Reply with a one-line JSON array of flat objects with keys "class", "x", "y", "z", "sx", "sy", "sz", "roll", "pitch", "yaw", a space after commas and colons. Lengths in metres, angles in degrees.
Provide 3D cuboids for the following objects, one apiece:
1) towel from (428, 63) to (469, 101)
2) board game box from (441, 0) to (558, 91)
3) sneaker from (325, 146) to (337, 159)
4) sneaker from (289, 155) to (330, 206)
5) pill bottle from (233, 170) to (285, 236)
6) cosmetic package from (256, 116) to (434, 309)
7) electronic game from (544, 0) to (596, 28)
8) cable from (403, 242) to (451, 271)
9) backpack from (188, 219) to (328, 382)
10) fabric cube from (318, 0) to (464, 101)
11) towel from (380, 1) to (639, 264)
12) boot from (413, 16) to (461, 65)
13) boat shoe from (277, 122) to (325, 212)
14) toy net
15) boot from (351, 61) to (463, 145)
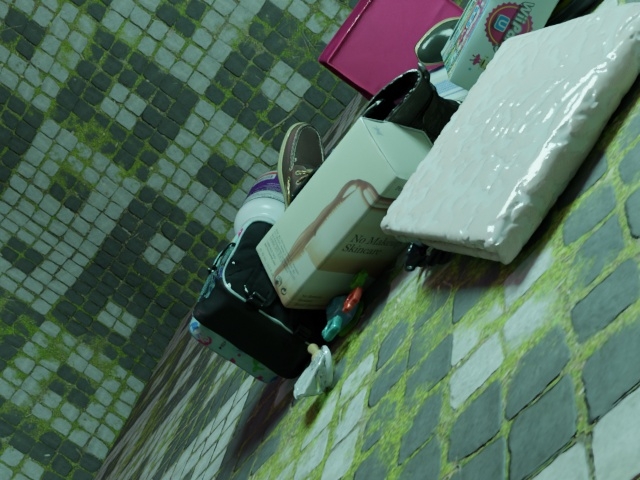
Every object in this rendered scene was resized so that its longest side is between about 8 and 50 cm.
[{"class": "towel", "x": 0.208, "y": -0.246, "z": 1.705, "sx": 0.209, "sy": 0.034, "sz": 0.285, "roll": -19, "pitch": 30, "yaw": 33}, {"class": "board game box", "x": 0.291, "y": -0.359, "z": 1.486, "sx": 0.224, "sy": 0.097, "sz": 0.303, "roll": -63, "pitch": 5, "yaw": 19}, {"class": "sneaker", "x": 0.077, "y": -0.219, "z": 2.345, "sx": 0.226, "sy": 0.086, "sz": 0.163, "roll": -51, "pitch": 12, "yaw": 29}, {"class": "sneaker", "x": 0.051, "y": -0.141, "z": 1.931, "sx": 0.286, "sy": 0.109, "sz": 0.130, "roll": -45, "pitch": -13, "yaw": 7}, {"class": "pill bottle", "x": -0.139, "y": -0.064, "z": 2.617, "sx": 0.181, "sy": 0.181, "sz": 0.323, "roll": -51, "pitch": 9, "yaw": 25}, {"class": "cosmetic package", "x": 0.052, "y": -0.032, "z": 1.421, "sx": 0.296, "sy": 0.153, "sz": 0.129, "roll": -51, "pitch": 52, "yaw": 32}, {"class": "electronic game", "x": 0.410, "y": -0.417, "z": 1.401, "sx": 0.229, "sy": 0.048, "sz": 0.229, "roll": -54, "pitch": 8, "yaw": 11}, {"class": "cable", "x": 0.175, "y": -0.043, "z": 1.246, "sx": 0.150, "sy": 0.047, "sz": 0.184, "roll": -42, "pitch": 14, "yaw": 55}, {"class": "backpack", "x": -0.090, "y": 0.096, "z": 1.564, "sx": 0.191, "sy": 0.225, "sz": 0.253, "roll": -45, "pitch": 18, "yaw": 36}, {"class": "fabric cube", "x": 0.174, "y": -0.408, "z": 1.975, "sx": 0.254, "sy": 0.259, "sz": 0.258, "roll": -53, "pitch": 10, "yaw": 6}, {"class": "towel", "x": 0.229, "y": -0.124, "z": 1.103, "sx": 0.332, "sy": 0.053, "sz": 0.317, "roll": -56, "pitch": 17, "yaw": -8}, {"class": "boot", "x": 0.278, "y": -0.385, "z": 1.730, "sx": 0.198, "sy": 0.077, "sz": 0.137, "roll": -28, "pitch": 15, "yaw": 2}, {"class": "boat shoe", "x": -0.023, "y": -0.107, "z": 2.078, "sx": 0.123, "sy": 0.123, "sz": 0.342, "roll": -17, "pitch": 65, "yaw": 60}, {"class": "toy net", "x": 0.025, "y": 0.147, "z": 1.361, "sx": 0.122, "sy": 0.045, "sz": 0.232, "roll": -45, "pitch": 14, "yaw": 40}, {"class": "boot", "x": 0.117, "y": -0.162, "z": 1.487, "sx": 0.263, "sy": 0.091, "sz": 0.229, "roll": -50, "pitch": -29, "yaw": 19}]
